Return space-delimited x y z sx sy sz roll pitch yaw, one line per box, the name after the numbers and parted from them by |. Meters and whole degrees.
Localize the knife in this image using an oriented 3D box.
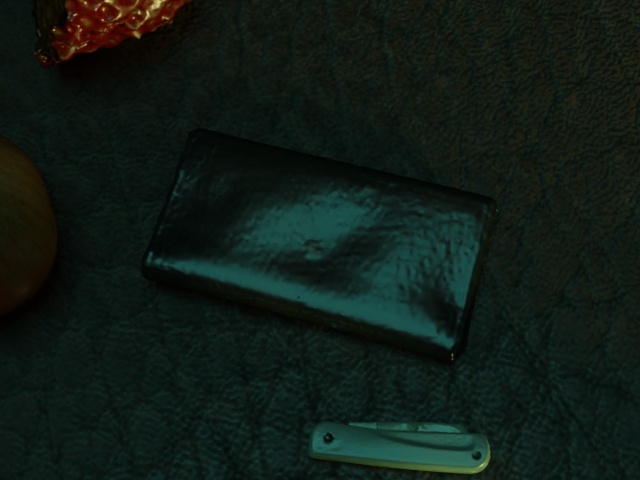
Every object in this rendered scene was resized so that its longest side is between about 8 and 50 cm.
0.071 0.182 0.879 0.162 0.023 0.044 4 68 5 | knife

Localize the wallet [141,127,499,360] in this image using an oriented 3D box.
0.000 0.000 0.956 0.321 0.044 0.170 15 68 6 | wallet

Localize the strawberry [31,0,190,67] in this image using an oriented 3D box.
-0.221 -0.304 1.034 0.178 0.234 0.233 -7 63 -25 | strawberry

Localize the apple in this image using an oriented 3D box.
-0.351 -0.011 0.917 0.210 0.164 0.209 -2 54 2 | apple
